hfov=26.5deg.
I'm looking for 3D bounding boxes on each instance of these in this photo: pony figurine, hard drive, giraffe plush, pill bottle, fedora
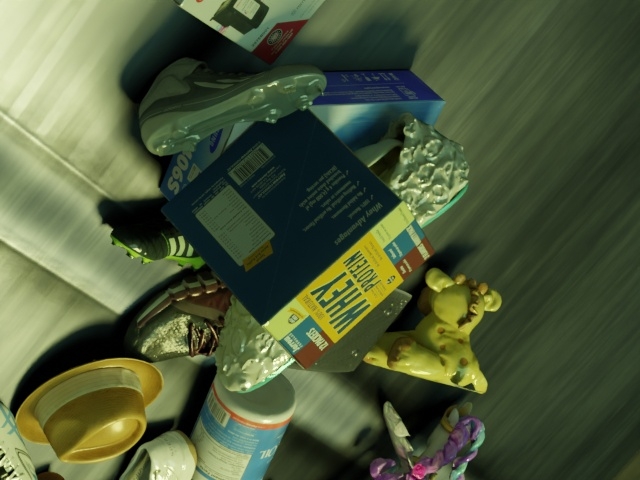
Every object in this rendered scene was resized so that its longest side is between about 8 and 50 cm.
[{"bbox_3d":[0.159,0.431,2.367,0.363,0.303,0.351,-47,-179,-2],"label":"pony figurine"},{"bbox_3d":[0.012,0.111,1.970,0.172,0.054,0.254,-53,148,15],"label":"hard drive"},{"bbox_3d":[0.188,0.134,2.120,0.181,0.210,0.170,22,81,-53],"label":"giraffe plush"},{"bbox_3d":[-0.125,0.290,1.959,0.124,0.124,0.221,-11,137,-42],"label":"pill bottle"},{"bbox_3d":[-0.282,0.225,1.706,0.194,0.079,0.194,-17,147,-12],"label":"fedora"}]

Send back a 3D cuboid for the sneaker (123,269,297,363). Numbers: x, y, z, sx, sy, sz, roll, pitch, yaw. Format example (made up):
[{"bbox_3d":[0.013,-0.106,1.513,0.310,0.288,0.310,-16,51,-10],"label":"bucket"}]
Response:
[{"bbox_3d":[-0.100,0.114,1.740,0.281,0.162,0.106,-26,145,-27],"label":"sneaker"}]

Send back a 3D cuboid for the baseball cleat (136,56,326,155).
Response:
[{"bbox_3d":[-0.100,-0.164,1.443,0.206,0.109,0.072,-19,149,1],"label":"baseball cleat"}]

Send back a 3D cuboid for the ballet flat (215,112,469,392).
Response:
[{"bbox_3d":[0.000,0.000,1.641,0.409,0.147,0.147,-44,149,-4],"label":"ballet flat"}]

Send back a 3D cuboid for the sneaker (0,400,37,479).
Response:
[{"bbox_3d":[-0.394,0.275,1.666,0.085,0.086,0.237,-30,142,-19],"label":"sneaker"}]

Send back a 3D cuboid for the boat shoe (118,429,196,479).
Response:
[{"bbox_3d":[-0.273,0.392,1.945,0.096,0.098,0.277,0,119,-49],"label":"boat shoe"}]

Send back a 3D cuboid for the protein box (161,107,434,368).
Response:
[{"bbox_3d":[-0.024,-0.010,1.495,0.200,0.201,0.136,-42,149,-3],"label":"protein box"}]

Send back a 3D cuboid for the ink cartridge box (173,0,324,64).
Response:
[{"bbox_3d":[-0.077,-0.273,1.391,0.127,0.072,0.175,-49,149,10],"label":"ink cartridge box"}]

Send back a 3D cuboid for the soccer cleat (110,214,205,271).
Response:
[{"bbox_3d":[-0.183,-0.008,1.609,0.179,0.060,0.072,11,110,-61],"label":"soccer cleat"}]

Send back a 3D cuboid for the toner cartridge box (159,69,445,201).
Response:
[{"bbox_3d":[-0.015,-0.117,1.647,0.348,0.075,0.165,-9,133,-44],"label":"toner cartridge box"}]

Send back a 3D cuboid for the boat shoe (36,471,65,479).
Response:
[{"bbox_3d":[-0.420,0.381,1.777,0.207,0.073,0.073,-23,141,-30],"label":"boat shoe"}]
